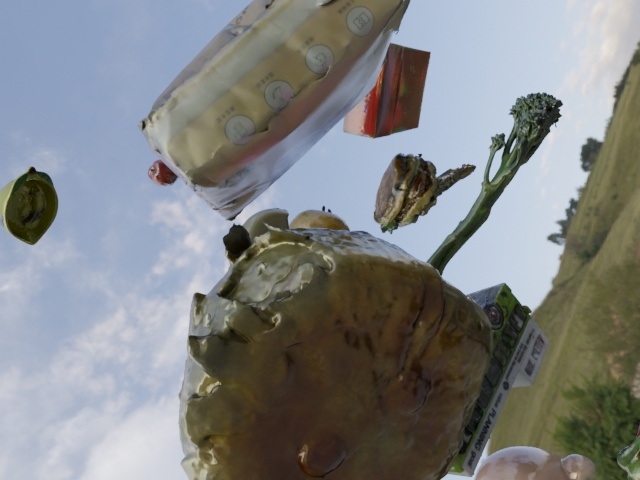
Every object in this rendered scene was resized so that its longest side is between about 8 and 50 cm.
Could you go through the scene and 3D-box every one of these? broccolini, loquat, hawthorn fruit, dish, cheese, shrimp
[{"bbox_3d":[0.239,-0.072,0.739,0.392,0.074,0.079,-50,-36,-2],"label":"broccolini"},{"bbox_3d":[0.004,0.003,1.420,0.213,0.213,0.213,-19,-64,-46],"label":"loquat"},{"bbox_3d":[-0.470,-0.204,1.397,0.093,0.093,0.093,-19,-64,-46],"label":"hawthorn fruit"},{"bbox_3d":[-0.736,-0.092,1.157,0.149,0.080,0.207,-39,-36,-66],"label":"dish"},{"bbox_3d":[-0.134,0.007,1.233,0.175,0.091,0.202,19,-112,-28],"label":"cheese"},{"bbox_3d":[0.339,-0.146,1.371,0.052,0.251,0.143,46,-146,-10],"label":"shrimp"}]

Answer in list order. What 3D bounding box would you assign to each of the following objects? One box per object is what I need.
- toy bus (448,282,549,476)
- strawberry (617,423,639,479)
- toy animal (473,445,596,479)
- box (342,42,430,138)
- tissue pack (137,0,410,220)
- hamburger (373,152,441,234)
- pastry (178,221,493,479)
[{"bbox_3d":[0.229,0.209,0.714,0.139,0.113,0.301,47,-124,-5],"label":"toy bus"},{"bbox_3d":[0.298,0.167,0.323,0.187,0.082,0.146,-19,-72,-15],"label":"strawberry"},{"bbox_3d":[0.306,0.454,0.744,0.221,0.210,0.229,4,-110,-20],"label":"toy animal"},{"bbox_3d":[0.167,-0.360,1.122,0.313,0.089,0.197,-30,-48,-56],"label":"box"},{"bbox_3d":[-0.048,-0.149,0.482,0.257,0.123,0.215,-43,-3,-5],"label":"tissue pack"},{"bbox_3d":[0.205,-0.132,1.219,0.130,0.206,0.183,26,-131,-19],"label":"hamburger"},{"bbox_3d":[0.011,0.141,0.451,0.330,0.136,0.329,-7,-73,-22],"label":"pastry"}]
